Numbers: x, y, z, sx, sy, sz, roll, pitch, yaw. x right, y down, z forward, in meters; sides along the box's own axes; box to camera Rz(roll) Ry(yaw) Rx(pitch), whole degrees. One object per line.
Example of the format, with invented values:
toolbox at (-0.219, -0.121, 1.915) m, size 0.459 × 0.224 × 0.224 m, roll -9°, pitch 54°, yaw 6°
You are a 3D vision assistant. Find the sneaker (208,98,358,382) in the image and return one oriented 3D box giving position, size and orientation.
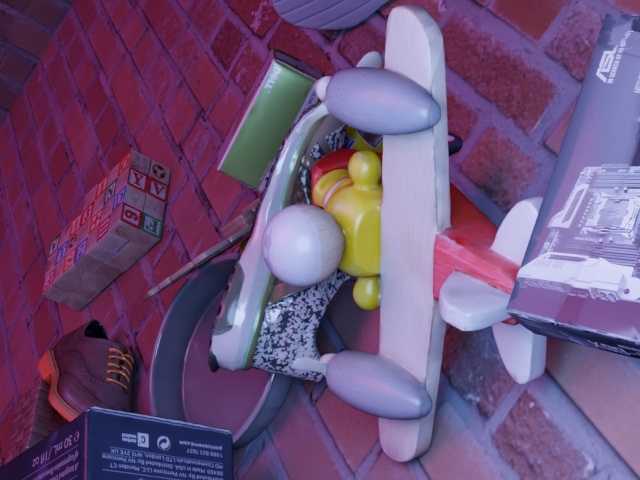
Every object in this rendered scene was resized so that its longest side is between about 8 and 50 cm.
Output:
sneaker at (0.000, 0.000, 1.626) m, size 0.158 × 0.182 × 0.410 m, roll 120°, pitch 171°, yaw -83°

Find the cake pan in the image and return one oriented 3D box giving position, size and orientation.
cake pan at (-0.134, 0.164, 1.764) m, size 0.293 × 0.054 × 0.293 m, roll -24°, pitch 55°, yaw 41°

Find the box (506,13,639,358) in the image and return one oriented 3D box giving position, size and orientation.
box at (0.327, -0.044, 1.113) m, size 0.242 × 0.076 × 0.308 m, roll 13°, pitch 76°, yaw 37°

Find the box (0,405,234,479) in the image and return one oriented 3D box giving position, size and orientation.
box at (-0.262, 0.445, 1.542) m, size 0.293 × 0.212 × 0.396 m, roll -34°, pitch 51°, yaw 44°

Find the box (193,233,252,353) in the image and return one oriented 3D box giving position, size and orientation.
box at (-0.130, 0.081, 1.890) m, size 0.179 × 0.043 × 0.105 m, roll -53°, pitch 29°, yaw 22°

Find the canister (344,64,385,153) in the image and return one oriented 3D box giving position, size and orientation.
canister at (0.060, -0.143, 1.733) m, size 0.170 × 0.073 × 0.126 m, roll -50°, pitch 30°, yaw 20°

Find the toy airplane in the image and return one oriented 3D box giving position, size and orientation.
toy airplane at (0.078, 0.009, 1.320) m, size 0.384 × 0.272 × 0.386 m, roll 120°, pitch 141°, yaw -63°

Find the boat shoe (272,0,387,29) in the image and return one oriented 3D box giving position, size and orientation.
boat shoe at (0.069, -0.421, 1.933) m, size 0.335 × 0.121 × 0.119 m, roll -15°, pitch 45°, yaw 41°

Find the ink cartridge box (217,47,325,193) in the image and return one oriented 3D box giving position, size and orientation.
ink cartridge box at (-0.069, -0.162, 1.830) m, size 0.189 × 0.097 × 0.255 m, roll -61°, pitch 10°, yaw 12°

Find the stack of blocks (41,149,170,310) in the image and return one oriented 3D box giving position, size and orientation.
stack of blocks at (-0.405, -0.015, 2.378) m, size 0.297 × 0.087 × 0.171 m, roll -38°, pitch 37°, yaw 39°

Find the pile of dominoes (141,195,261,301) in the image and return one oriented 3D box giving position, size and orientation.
pile of dominoes at (-0.155, 0.001, 1.843) m, size 0.196 × 0.040 × 0.251 m, roll -33°, pitch 0°, yaw 41°

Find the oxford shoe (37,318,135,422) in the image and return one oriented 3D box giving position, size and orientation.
oxford shoe at (-0.362, 0.230, 2.068) m, size 0.133 × 0.130 × 0.363 m, roll -50°, pitch 34°, yaw -1°

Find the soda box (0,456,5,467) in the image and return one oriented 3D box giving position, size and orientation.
soda box at (-0.545, 0.466, 2.230) m, size 0.058 × 0.061 × 0.181 m, roll -53°, pitch 29°, yaw 16°

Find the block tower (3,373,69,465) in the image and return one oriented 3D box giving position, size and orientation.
block tower at (-0.485, 0.399, 2.157) m, size 0.097 × 0.091 × 0.336 m, roll -35°, pitch 38°, yaw 40°
